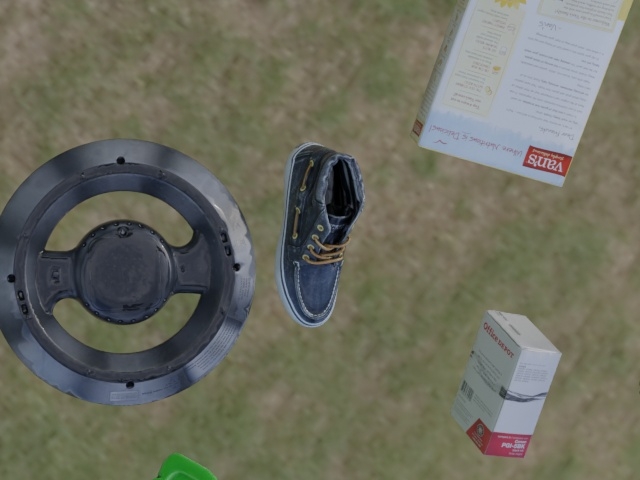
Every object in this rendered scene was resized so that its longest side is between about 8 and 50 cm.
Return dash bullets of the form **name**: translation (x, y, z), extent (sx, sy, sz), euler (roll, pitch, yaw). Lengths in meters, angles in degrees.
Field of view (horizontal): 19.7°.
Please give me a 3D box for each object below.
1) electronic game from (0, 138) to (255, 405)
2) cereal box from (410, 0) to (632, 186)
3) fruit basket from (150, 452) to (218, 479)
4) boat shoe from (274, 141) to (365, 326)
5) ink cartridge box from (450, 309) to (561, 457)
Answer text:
- **electronic game**: translation (-0.169, 0.027, 1.574), extent (0.229, 0.048, 0.229), euler (0, 90, -11)
- **cereal box**: translation (0.213, -0.191, 1.928), extent (0.173, 0.047, 0.240), euler (16, 105, -16)
- **fruit basket**: translation (-0.085, 0.456, 1.950), extent (0.283, 0.392, 0.392), euler (-48, 144, -32)
- **boat shoe**: translation (0.000, 0.000, 1.770), extent (0.065, 0.083, 0.183), euler (-6, 102, -26)
- **ink cartridge box**: translation (0.205, 0.159, 2.044), extent (0.056, 0.099, 0.135), euler (8, 112, -25)
